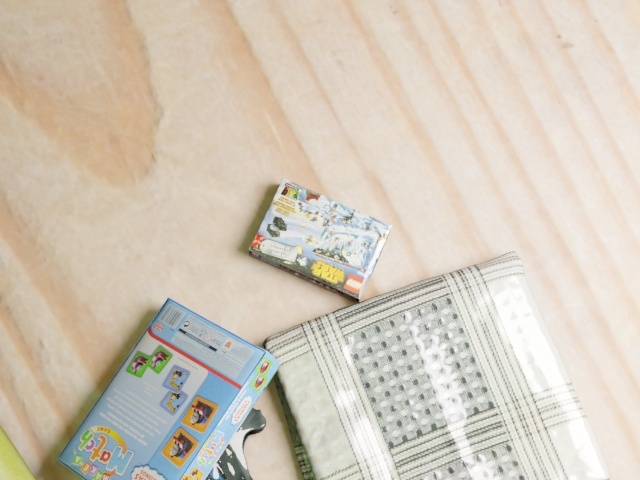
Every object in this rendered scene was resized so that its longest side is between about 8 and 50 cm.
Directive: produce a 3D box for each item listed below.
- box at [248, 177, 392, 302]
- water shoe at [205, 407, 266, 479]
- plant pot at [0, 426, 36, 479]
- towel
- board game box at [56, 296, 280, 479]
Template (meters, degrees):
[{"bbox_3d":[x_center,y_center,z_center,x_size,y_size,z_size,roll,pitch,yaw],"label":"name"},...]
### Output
[{"bbox_3d":[0.000,0.000,1.432,0.137,0.027,0.094,24,76,4],"label":"box"},{"bbox_3d":[-0.106,0.269,1.343,0.080,0.073,0.203,12,77,-1],"label":"water shoe"},{"bbox_3d":[-0.367,0.307,1.247,0.293,0.275,0.275,45,79,-7],"label":"plant pot"},{"bbox_3d":[0.127,0.205,1.374,0.312,0.056,0.324,-18,79,-6],"label":"towel"},{"bbox_3d":[-0.161,0.181,1.339,0.160,0.039,0.211,25,74,38],"label":"board game box"}]
